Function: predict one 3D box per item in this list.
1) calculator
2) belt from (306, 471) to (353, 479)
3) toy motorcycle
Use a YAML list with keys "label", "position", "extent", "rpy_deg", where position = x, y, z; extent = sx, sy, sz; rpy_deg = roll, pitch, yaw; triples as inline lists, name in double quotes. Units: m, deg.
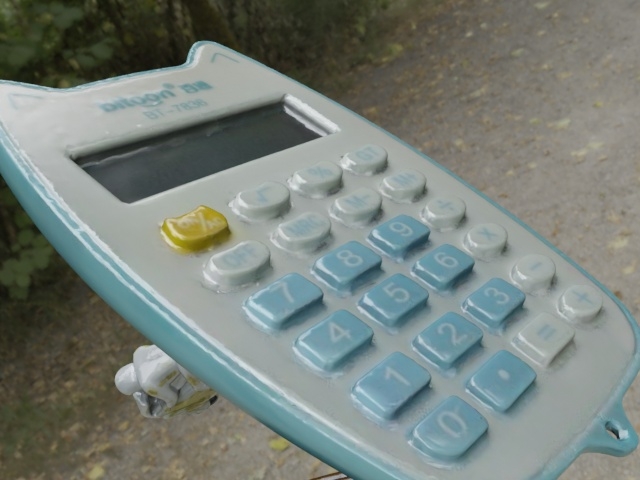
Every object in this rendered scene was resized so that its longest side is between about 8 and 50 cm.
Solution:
- label: "calculator"
  position: [0.000, 0.000, 0.466]
  extent: [0.386, 0.054, 0.256]
  rpy_deg: [33, 36, 25]
- label: "belt"
  position: [-0.014, 0.299, 0.635]
  extent: [0.339, 0.122, 0.217]
  rpy_deg: [-18, 16, -35]
- label: "toy motorcycle"
  position: [-0.138, 0.133, 0.881]
  extent: [0.228, 0.151, 0.074]
  rpy_deg: [-49, 50, 43]
